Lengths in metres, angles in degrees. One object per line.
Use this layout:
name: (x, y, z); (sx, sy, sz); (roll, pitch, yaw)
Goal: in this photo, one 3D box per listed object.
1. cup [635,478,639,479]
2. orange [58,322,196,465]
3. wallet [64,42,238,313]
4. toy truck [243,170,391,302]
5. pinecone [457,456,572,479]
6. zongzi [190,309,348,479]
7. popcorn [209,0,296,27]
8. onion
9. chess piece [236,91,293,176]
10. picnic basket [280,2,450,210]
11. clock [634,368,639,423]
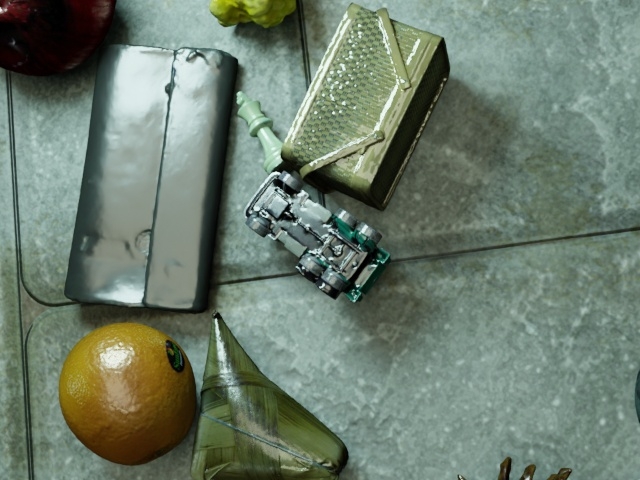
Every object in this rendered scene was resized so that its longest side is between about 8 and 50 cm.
cup: (0.449, 0.356, 1.132); (0.102, 0.074, 0.099); (-32, 73, 42)
orange: (-0.270, 0.216, 1.240); (0.206, 0.206, 0.206); (-1, 82, 11)
wallet: (-0.260, -0.098, 1.345); (0.228, 0.062, 0.406); (4, 83, 11)
toy truck: (0.000, 0.000, 1.259); (0.216, 0.116, 0.110); (36, 89, 21)
pinecone: (0.274, 0.384, 1.105); (0.201, 0.202, 0.229); (-29, 67, 21)
zongzi: (-0.065, 0.227, 1.240); (0.221, 0.112, 0.242); (4, 82, 13)
popcorn: (-0.109, -0.413, 1.302); (0.155, 0.197, 0.198); (0, 83, 13)
onion: (-0.459, -0.373, 1.319); (0.273, 0.285, 0.273); (11, 120, 19)
chess piece: (-0.089, -0.167, 1.328); (0.059, 0.059, 0.149); (-35, 73, 5)
picnic basket: (0.067, -0.183, 1.241); (0.139, 0.165, 0.267); (25, 87, 15)
clock: (0.531, 0.213, 1.161); (0.215, 0.042, 0.215); (-2, 82, 11)
